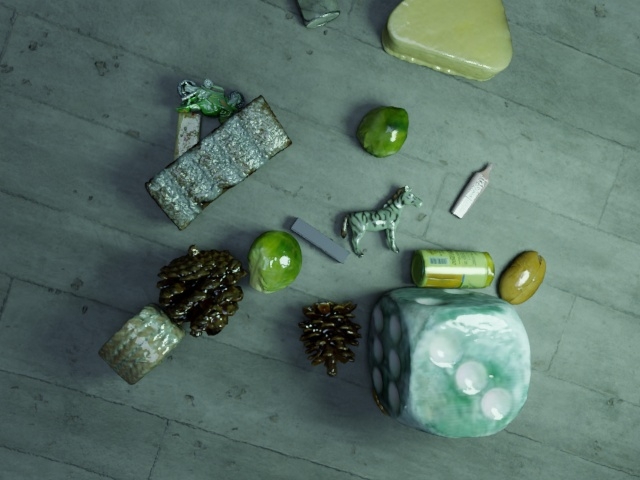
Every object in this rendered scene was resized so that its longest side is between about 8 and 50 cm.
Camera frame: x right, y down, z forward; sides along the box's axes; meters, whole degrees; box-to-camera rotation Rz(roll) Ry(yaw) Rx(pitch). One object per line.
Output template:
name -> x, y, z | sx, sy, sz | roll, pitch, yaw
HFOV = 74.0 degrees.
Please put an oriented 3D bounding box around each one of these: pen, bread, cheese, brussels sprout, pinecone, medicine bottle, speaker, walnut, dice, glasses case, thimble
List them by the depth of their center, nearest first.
thimble -> -0.490, 0.280, 1.169 | 0.148, 0.229, 0.196 | 45, 62, -5
dice -> 0.334, 0.313, 1.174 | 0.348, 0.330, 0.327 | 1, 93, -7
pinecone -> -0.324, 0.134, 1.178 | 0.244, 0.243, 0.257 | -5, 136, -4
bread -> -0.285, -0.220, 1.202 | 0.417, 0.113, 0.165 | -39, 110, -2
brussels sprout -> -0.131, 0.062, 1.222 | 0.144, 0.161, 0.180 | 25, 103, 25
glasses case -> -0.045, -0.779, 1.226 | 0.114, 0.060, 0.299 | -22, 95, -3
pinecone -> 0.032, 0.281, 1.238 | 0.186, 0.168, 0.212 | -12, 81, 10
brussels sprout -> 0.187, -0.321, 1.239 | 0.149, 0.122, 0.151 | -9, 95, -7
bread -> -0.389, -0.298, 1.242 | 0.068, 0.028, 0.153 | 7, 94, -7
cheese -> 0.353, -0.644, 1.244 | 0.384, 0.104, 0.383 | 0, 93, -4
medicine bottle -> 0.402, 0.088, 1.281 | 0.239, 0.124, 0.124 | 3, 93, -5
speaker -> 0.000, 0.000, 1.283 | 0.191, 0.040, 0.046 | 34, 88, -5
pen -> 0.477, -0.157, 1.316 | 0.053, 0.032, 0.197 | 33, 92, -5
walnut -> 0.206, 0.489, 1.318 | 0.091, 0.052, 0.121 | -35, 89, -29
bread -> 0.635, 0.117, 1.324 | 0.114, 0.077, 0.189 | 35, 93, -1

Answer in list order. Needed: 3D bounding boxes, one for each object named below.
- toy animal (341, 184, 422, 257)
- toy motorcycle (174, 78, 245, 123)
toy animal -> 0.193, -0.040, 1.277 | 0.255, 0.090, 0.169 | -26, 90, -5
toy motorcycle -> -0.315, -0.395, 1.219 | 0.190, 0.074, 0.106 | 7, 88, -19
